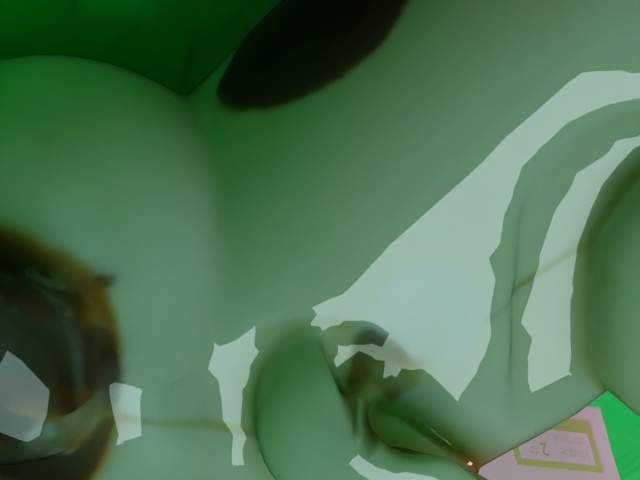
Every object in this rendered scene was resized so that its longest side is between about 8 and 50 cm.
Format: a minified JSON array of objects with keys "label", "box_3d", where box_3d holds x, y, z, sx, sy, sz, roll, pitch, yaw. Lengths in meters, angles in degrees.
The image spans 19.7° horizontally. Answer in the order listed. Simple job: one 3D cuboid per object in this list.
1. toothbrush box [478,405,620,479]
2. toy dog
[{"label":"toothbrush box","box_3d":[0.018,0.202,1.090,0.206,0.122,0.283,9,145,-33]},{"label":"toy dog","box_3d":[0.000,0.000,0.776,0.408,0.284,0.395,-17,128,-6]}]
